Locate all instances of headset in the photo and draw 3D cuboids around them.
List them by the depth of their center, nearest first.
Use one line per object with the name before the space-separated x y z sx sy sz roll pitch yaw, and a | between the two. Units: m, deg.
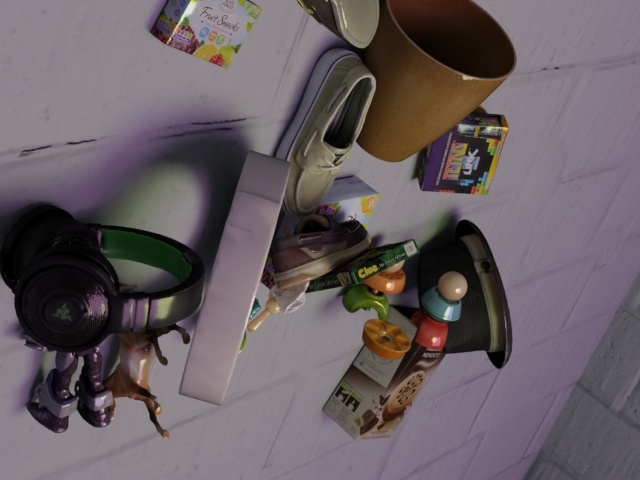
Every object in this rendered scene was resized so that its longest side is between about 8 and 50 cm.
headset | -0.350 0.071 1.513 0.394 0.243 0.185 0 113 -26

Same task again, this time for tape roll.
tape roll | -0.129 0.055 1.738 0.392 0.072 0.392 -163 -90 -86

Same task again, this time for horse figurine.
horse figurine | -0.285 0.192 1.840 0.066 0.174 0.263 -3 113 -39

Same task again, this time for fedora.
fedora | 0.296 0.127 2.487 0.152 0.334 0.334 -12 142 -5

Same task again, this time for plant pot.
plant pot | 0.157 -0.256 1.895 0.237 0.237 0.254 -20 153 -44

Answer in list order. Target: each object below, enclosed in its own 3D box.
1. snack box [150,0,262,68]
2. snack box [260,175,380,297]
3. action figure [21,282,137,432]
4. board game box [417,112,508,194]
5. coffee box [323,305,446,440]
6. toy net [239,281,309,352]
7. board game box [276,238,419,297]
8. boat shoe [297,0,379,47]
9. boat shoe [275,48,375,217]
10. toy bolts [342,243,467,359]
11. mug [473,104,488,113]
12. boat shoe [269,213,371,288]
snack box | -0.153 -0.298 1.562 0.141 0.037 0.100 10 113 -58
snack box | -0.001 -0.006 2.084 0.174 0.070 0.207 -12 134 -48
action figure | -0.364 0.160 1.734 0.185 0.099 0.285 -12 129 -40
board game box | 0.276 -0.170 2.241 0.141 0.048 0.170 2 131 -10
coffee box | 0.160 0.303 2.622 0.168 0.119 0.297 11 115 -58
toy net | -0.099 0.117 1.949 0.232 0.122 0.045 -28 124 27
board game box | 0.040 0.049 1.935 0.136 0.030 0.259 -23 -175 -32
boat shoe | 0.004 -0.304 1.349 0.081 0.068 0.228 -66 150 -13
boat shoe | 0.004 -0.160 1.866 0.109 0.094 0.302 -1 122 -32
toy bolts | 0.186 0.124 2.293 0.228 0.218 0.158 16 118 -19
mug | 0.307 -0.232 2.283 0.078 0.062 0.064 -37 157 -12
boat shoe | 0.000 0.000 1.907 0.285 0.103 0.092 -31 105 -59
